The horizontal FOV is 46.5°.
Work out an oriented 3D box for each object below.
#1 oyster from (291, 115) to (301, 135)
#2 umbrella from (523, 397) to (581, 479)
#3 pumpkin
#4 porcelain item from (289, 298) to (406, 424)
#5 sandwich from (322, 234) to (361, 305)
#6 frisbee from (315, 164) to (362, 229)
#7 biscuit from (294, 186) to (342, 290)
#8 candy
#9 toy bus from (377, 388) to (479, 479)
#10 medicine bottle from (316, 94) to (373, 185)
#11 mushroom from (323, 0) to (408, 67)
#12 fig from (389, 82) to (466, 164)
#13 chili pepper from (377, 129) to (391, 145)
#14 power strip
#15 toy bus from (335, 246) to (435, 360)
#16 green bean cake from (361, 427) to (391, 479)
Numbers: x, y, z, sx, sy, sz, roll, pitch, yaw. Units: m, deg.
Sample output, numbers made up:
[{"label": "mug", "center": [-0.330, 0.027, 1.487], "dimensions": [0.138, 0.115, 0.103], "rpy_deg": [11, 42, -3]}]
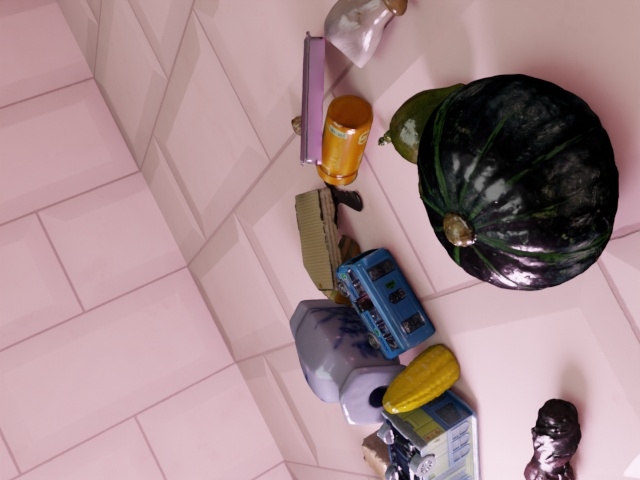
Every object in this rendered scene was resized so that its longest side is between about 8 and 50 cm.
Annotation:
[{"label": "oyster", "center": [-0.048, -0.263, 1.792], "dimensions": [0.080, 0.038, 0.083], "rpy_deg": [56, 155, 14]}, {"label": "umbrella", "center": [0.432, 0.421, 1.396], "dimensions": [0.094, 0.090, 0.326], "rpy_deg": [37, 145, 43]}, {"label": "pumpkin", "center": [0.265, -0.072, 1.062], "dimensions": [0.315, 0.239, 0.315], "rpy_deg": [41, 148, 34]}, {"label": "porcelain item", "center": [0.066, 0.283, 1.856], "dimensions": [0.405, 0.243, 0.178], "rpy_deg": [-134, 47, -60]}, {"label": "sandwich", "center": [0.087, 0.079, 1.881], "dimensions": [0.079, 0.114, 0.163], "rpy_deg": [32, 107, 53]}, {"label": "frisbee", "center": [0.031, -0.126, 1.797], "dimensions": [0.187, 0.012, 0.211], "rpy_deg": [65, 158, 2]}, {"label": "biscuit", "center": [0.000, 0.000, 1.838], "dimensions": [0.150, 0.052, 0.252], "rpy_deg": [-14, 83, 64]}, {"label": "candy", "center": [0.213, 0.312, 1.622], "dimensions": [0.094, 0.199, 0.106], "rpy_deg": [61, 149, -4]}, {"label": "toy bus", "center": [0.257, 0.501, 1.722], "dimensions": [0.152, 0.190, 0.312], "rpy_deg": [36, 144, 48]}, {"label": "medicine bottle", "center": [0.049, -0.207, 1.565], "dimensions": [0.096, 0.096, 0.192], "rpy_deg": [54, 155, 24]}, {"label": "mushroom", "center": [0.080, -0.401, 1.324], "dimensions": [0.116, 0.093, 0.225], "rpy_deg": [48, 147, 1]}, {"label": "fig", "center": [0.194, -0.200, 1.241], "dimensions": [0.123, 0.123, 0.156], "rpy_deg": [61, 145, 7]}, {"label": "chili pepper", "center": [0.137, -0.205, 1.473], "dimensions": [0.083, 0.022, 0.027], "rpy_deg": [-13, 100, 63]}, {"label": "power strip", "center": [-0.017, -0.291, 1.549], "dimensions": [0.109, 0.038, 0.278], "rpy_deg": [-125, 36, -77]}, {"label": "toy bus", "center": [0.146, 0.137, 1.688], "dimensions": [0.246, 0.114, 0.134], "rpy_deg": [60, 153, 6]}, {"label": "green bean cake", "center": [0.202, 0.514, 1.870], "dimensions": [0.109, 0.179, 0.085], "rpy_deg": [32, 141, 53]}]
